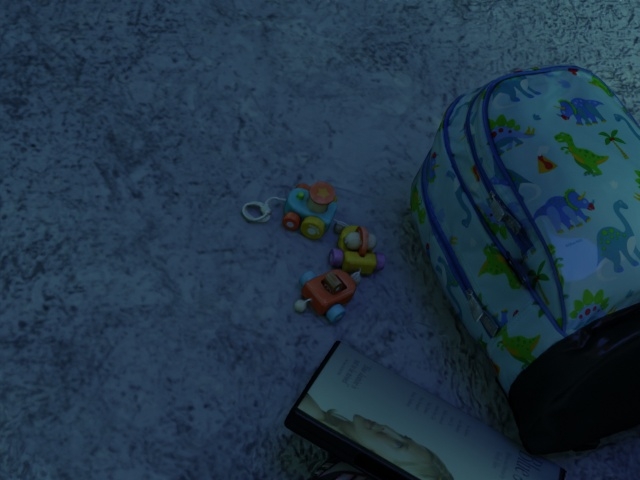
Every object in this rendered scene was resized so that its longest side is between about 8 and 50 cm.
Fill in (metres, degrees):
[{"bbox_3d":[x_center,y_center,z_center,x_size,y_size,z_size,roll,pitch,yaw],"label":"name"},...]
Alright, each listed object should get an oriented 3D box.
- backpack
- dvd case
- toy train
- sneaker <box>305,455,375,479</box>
[{"bbox_3d":[0.246,-0.004,1.339,0.290,0.273,0.355,-13,43,-23],"label":"backpack"},{"bbox_3d":[0.101,0.187,1.187,0.253,0.022,0.180,30,20,4],"label":"dvd case"},{"bbox_3d":[0.000,0.000,1.346,0.125,0.046,0.166,-18,60,-35],"label":"toy train"},{"bbox_3d":[0.015,0.221,1.151,0.178,0.072,0.077,1,39,-33],"label":"sneaker"}]
